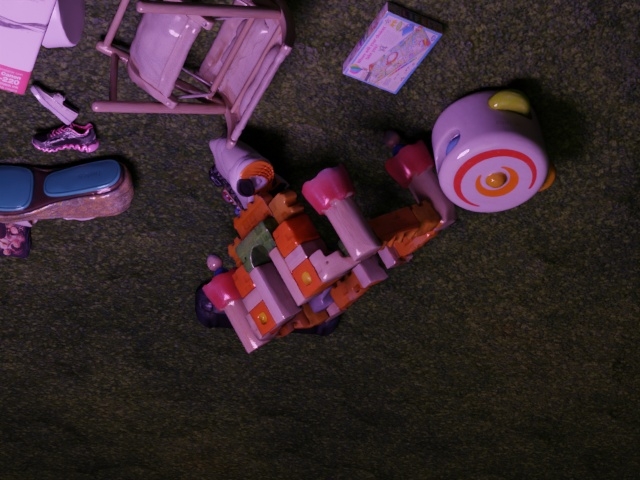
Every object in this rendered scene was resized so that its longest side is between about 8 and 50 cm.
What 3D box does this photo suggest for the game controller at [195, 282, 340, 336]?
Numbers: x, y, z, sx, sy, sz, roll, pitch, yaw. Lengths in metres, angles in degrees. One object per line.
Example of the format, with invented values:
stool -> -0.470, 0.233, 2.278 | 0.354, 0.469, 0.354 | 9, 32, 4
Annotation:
game controller -> -0.113, 0.151, 2.473 | 0.319, 0.067, 0.166 | 5, 156, -3

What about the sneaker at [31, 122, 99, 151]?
sneaker -> -0.460, -0.192, 2.053 | 0.119, 0.047, 0.057 | -2, 136, -7

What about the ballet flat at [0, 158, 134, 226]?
ballet flat -> -0.518, -0.079, 2.140 | 0.348, 0.123, 0.123 | -5, 142, 5

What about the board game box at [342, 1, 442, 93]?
board game box -> 0.117, -0.315, 1.876 | 0.103, 0.026, 0.154 | 18, 139, -20

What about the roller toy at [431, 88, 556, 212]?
roller toy -> 0.295, -0.147, 1.974 | 0.191, 0.146, 0.209 | -19, 137, 16

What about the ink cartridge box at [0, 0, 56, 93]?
ink cartridge box -> -0.368, -0.313, 1.399 | 0.092, 0.159, 0.218 | 16, 140, -16

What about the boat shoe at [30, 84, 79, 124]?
boat shoe -> -0.463, -0.244, 1.994 | 0.035, 0.035, 0.100 | -41, 127, 7

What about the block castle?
block castle -> 0.000, 0.000, 2.083 | 0.303, 0.213, 0.453 | -20, 164, -43

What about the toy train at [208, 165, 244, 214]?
toy train -> -0.170, -0.088, 2.181 | 0.036, 0.027, 0.158 | -12, 140, 23

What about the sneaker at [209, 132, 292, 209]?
sneaker -> -0.133, -0.124, 2.096 | 0.099, 0.121, 0.262 | -38, 161, -7

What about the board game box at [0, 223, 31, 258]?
board game box -> -0.700, -0.041, 2.253 | 0.243, 0.042, 0.165 | 6, 142, -6

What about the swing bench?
swing bench -> -0.201, -0.306, 1.799 | 0.254, 0.165, 0.253 | 13, 141, -22

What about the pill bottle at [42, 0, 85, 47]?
pill bottle -> -0.547, -0.373, 1.682 | 0.362, 0.210, 0.210 | 0, 142, 3
